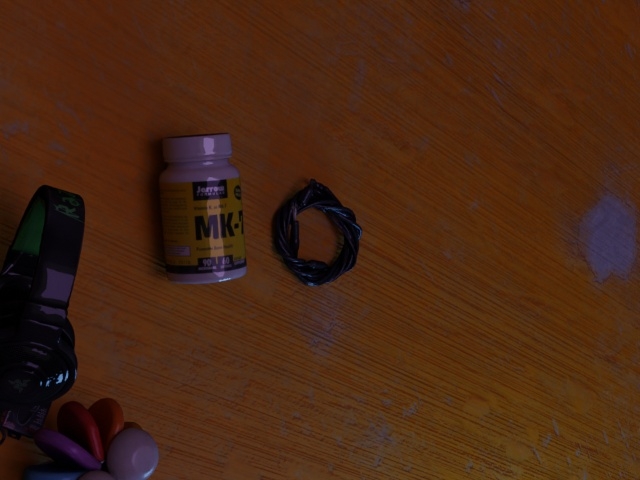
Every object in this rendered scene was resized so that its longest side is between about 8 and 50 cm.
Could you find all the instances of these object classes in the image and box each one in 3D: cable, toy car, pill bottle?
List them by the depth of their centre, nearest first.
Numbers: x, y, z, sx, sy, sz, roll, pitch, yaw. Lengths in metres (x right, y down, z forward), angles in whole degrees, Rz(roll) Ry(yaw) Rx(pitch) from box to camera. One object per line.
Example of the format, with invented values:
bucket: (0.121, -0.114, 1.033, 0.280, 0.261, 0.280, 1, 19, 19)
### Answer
toy car: (-0.318, 0.285, 1.668, 0.182, 0.159, 0.136, -50, 124, -32)
pill bottle: (-0.172, -0.048, 1.831, 0.119, 0.119, 0.208, -12, 101, -45)
cable: (0.000, 0.000, 2.065, 0.184, 0.047, 0.150, 52, 57, -36)

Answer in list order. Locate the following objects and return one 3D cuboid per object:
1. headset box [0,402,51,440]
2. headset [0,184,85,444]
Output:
headset box: (-0.394, 0.222, 1.676, 0.062, 0.032, 0.083, 34, 67, -42)
headset: (-0.398, 0.118, 1.547, 0.185, 0.243, 0.394, 15, 100, -21)
